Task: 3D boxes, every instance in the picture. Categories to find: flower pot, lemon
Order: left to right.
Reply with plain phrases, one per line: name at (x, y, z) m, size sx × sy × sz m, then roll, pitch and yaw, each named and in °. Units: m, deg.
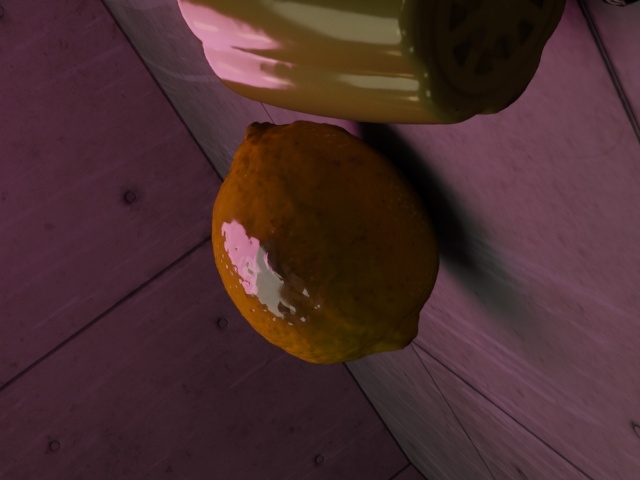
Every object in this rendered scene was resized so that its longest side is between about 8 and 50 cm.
lemon at (0.000, 0.000, 1.136) m, size 0.310 × 0.253 × 0.253 m, roll 53°, pitch 171°, yaw 2°
flower pot at (0.040, -0.157, 0.599) m, size 0.179 × 0.195 × 0.195 m, roll 28°, pitch 156°, yaw 41°

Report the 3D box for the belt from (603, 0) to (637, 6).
belt at (0.050, -0.257, 0.352) m, size 0.359 × 0.126 × 0.094 m, roll 60°, pitch 180°, yaw -2°
